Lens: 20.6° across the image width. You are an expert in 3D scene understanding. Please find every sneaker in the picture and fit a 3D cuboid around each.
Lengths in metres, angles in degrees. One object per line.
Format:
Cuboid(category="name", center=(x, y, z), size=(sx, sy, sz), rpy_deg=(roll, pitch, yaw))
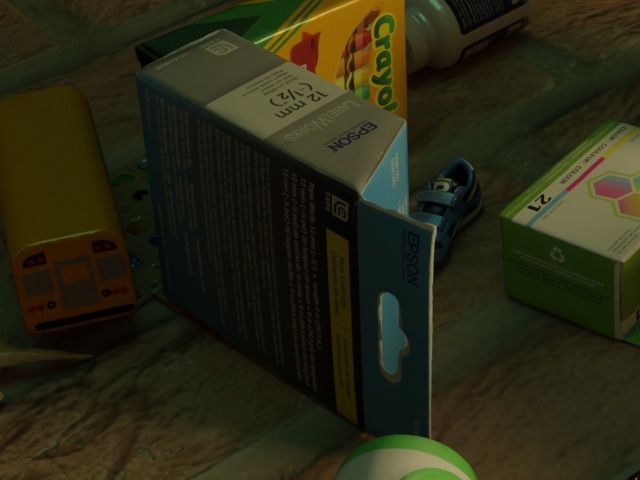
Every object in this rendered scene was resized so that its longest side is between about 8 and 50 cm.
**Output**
Cuboid(category="sneaker", center=(0.110, -0.024, 1.680), size=(0.053, 0.059, 0.144), rpy_deg=(13, 42, 23))

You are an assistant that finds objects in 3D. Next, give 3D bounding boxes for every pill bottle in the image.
Cuboid(category="pill bottle", center=(0.145, -0.246, 1.944), size=(0.169, 0.094, 0.094), rpy_deg=(-29, 41, -27))

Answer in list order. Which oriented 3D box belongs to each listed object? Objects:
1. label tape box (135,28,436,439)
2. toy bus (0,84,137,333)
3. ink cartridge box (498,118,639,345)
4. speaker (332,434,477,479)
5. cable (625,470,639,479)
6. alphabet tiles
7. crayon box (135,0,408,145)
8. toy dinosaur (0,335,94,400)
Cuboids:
Cuboid(category="label tape box", center=(0.000, 0.000, 1.503), size=(0.347, 0.249, 0.115), rpy_deg=(29, 47, 36))
Cuboid(category="toy bus", center=(-0.256, -0.042, 1.697), size=(0.108, 0.130, 0.333), rpy_deg=(-13, 36, -7))
Cuboid(category="ink cartridge box", center=(0.317, 0.005, 1.569), size=(0.255, 0.097, 0.189), rpy_deg=(21, 45, 35))
Cuboid(category="speaker", center=(0.045, 0.274, 1.230), size=(0.131, 0.131, 0.296), rpy_deg=(0, 37, 11))
Cuboid(category="cable", center=(0.333, 0.180, 1.390), size=(0.139, 0.072, 0.287), rpy_deg=(-2, 20, 37))
Cuboid(category="alphabet tiles", center=(-0.169, -0.004, 1.749), size=(0.198, 0.009, 0.237), rpy_deg=(-33, 43, -31))
Cuboid(category="crayon box", center=(-0.019, -0.151, 1.748), size=(0.318, 0.202, 0.081), rpy_deg=(-28, 42, -28))
Cuboid(category="toy dinosaur", center=(-0.303, 0.110, 1.582), size=(0.183, 0.053, 0.093), rpy_deg=(-2, 35, 9))
